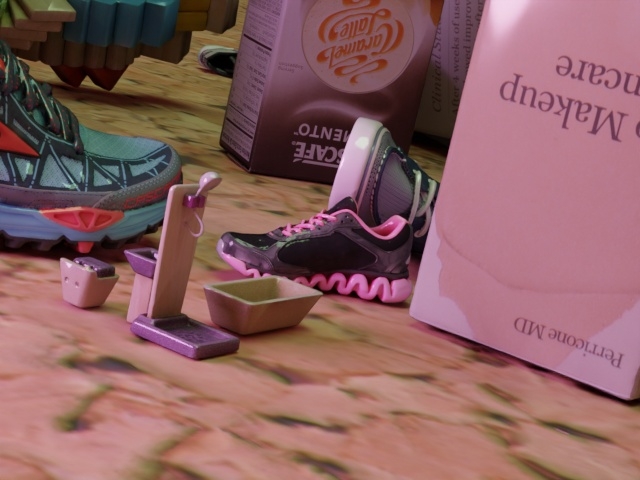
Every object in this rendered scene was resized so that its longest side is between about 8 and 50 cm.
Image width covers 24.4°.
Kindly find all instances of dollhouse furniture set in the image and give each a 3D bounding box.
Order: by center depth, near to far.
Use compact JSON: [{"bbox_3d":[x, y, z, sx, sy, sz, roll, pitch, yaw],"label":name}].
[{"bbox_3d":[-0.054,-0.001,0.730,0.091,0.081,0.114,20,14,31],"label":"dollhouse furniture set"}]

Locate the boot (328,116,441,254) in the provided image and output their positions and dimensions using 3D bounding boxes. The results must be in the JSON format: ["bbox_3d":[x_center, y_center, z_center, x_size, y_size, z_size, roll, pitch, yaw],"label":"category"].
[{"bbox_3d":[0.059,-0.026,0.932,0.086,0.069,0.190,18,-3,9],"label":"boot"}]

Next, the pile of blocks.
[{"bbox_3d":[-0.242,-0.186,1.379,0.362,0.112,0.149,-2,29,-25],"label":"pile of blocks"}]

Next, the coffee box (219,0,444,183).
[{"bbox_3d":[0.016,-0.175,1.217,0.141,0.246,0.098,7,14,-22],"label":"coffee box"}]

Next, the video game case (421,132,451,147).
[{"bbox_3d":[0.214,-0.120,1.707,0.227,0.026,0.206,8,13,-20],"label":"video game case"}]

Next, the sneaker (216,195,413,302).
[{"bbox_3d":[0.000,0.000,0.847,0.119,0.057,0.047,7,16,-19],"label":"sneaker"}]

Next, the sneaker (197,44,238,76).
[{"bbox_3d":[-0.098,-0.216,1.816,0.098,0.038,0.069,-1,16,-14],"label":"sneaker"}]

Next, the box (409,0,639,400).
[{"bbox_3d":[0.167,-0.087,0.800,0.148,0.311,0.121,18,13,29],"label":"box"}]

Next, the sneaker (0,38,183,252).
[{"bbox_3d":[-0.179,-0.064,0.791,0.262,0.125,0.104,2,16,-39],"label":"sneaker"}]

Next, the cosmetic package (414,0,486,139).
[{"bbox_3d":[0.236,-0.289,1.578,0.327,0.329,0.394,-14,22,-38],"label":"cosmetic package"}]
